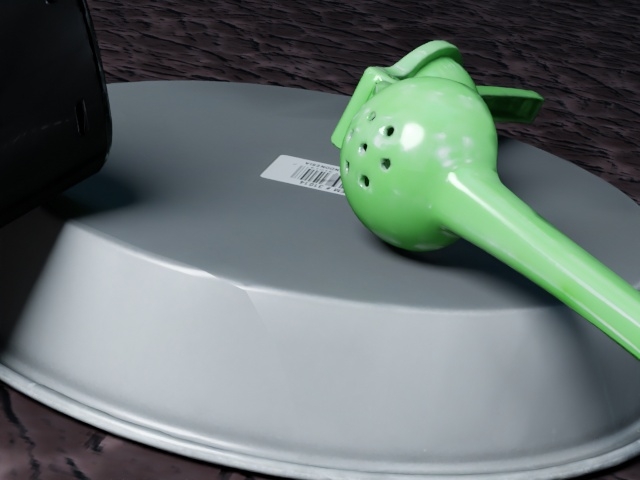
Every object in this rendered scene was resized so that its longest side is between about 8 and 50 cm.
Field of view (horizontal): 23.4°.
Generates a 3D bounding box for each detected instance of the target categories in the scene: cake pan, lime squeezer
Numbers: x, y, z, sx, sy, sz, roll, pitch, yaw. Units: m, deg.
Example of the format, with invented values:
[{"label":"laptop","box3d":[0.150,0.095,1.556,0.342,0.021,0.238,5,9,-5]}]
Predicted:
[{"label":"cake pan","box3d":[0.000,0.000,0.583,0.293,0.054,0.293,9,20,-3]},{"label":"lime squeezer","box3d":[0.058,-0.032,0.535,0.110,0.059,0.310,7,19,-6]}]

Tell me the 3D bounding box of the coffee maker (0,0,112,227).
[{"label":"coffee maker","box3d":[-0.145,-0.022,0.434,0.171,0.120,0.178,35,49,21]}]
